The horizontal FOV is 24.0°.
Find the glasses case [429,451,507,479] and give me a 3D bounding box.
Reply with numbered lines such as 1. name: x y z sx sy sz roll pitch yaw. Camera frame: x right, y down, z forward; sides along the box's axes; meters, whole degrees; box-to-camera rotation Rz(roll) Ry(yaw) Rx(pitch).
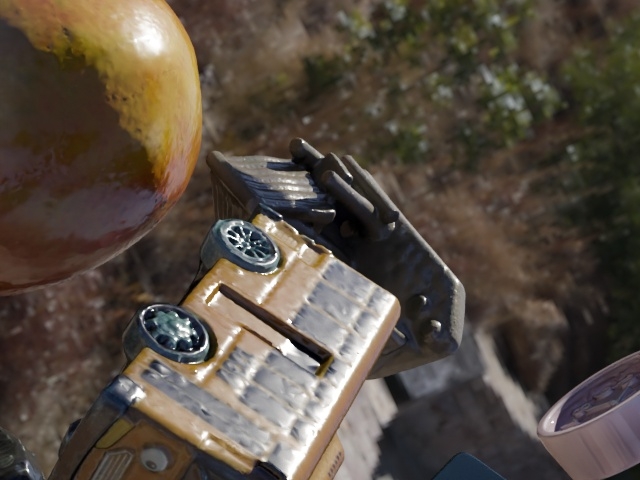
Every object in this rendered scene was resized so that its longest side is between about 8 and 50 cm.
1. glasses case: 0.074 0.225 1.040 0.078 0.039 0.184 35 46 19

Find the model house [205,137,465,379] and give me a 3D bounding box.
1. model house: -0.002 0.007 1.228 0.188 0.122 0.229 29 20 -45

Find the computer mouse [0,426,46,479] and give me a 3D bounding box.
1. computer mouse: -0.384 0.276 1.407 0.170 0.269 0.100 25 -45 60

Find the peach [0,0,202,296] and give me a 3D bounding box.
1. peach: -0.249 -0.101 1.257 0.332 0.308 0.308 -17 78 -34

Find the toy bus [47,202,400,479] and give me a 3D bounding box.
1. toy bus: -0.042 0.078 0.698 0.114 0.098 0.201 33 29 2

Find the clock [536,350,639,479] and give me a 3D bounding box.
1. clock: 0.351 0.200 1.748 0.068 0.197 0.197 57 13 -3
